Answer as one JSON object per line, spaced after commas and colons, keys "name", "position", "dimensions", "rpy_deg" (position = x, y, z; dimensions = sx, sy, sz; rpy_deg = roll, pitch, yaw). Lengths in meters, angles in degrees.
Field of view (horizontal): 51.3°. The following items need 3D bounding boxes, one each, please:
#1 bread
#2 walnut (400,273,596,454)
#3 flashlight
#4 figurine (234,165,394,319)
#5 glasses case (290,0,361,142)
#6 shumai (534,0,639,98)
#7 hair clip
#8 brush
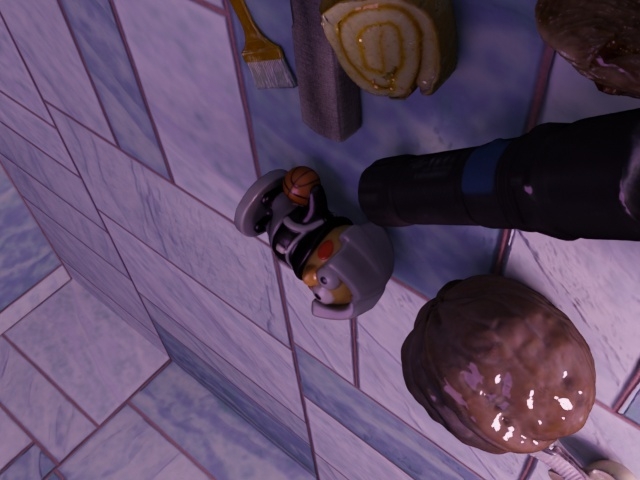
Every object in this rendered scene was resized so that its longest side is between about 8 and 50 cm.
{"name": "bread", "position": [0.067, -0.196, 0.629], "dimensions": [0.118, 0.064, 0.156], "rpy_deg": [14, 158, 22]}
{"name": "walnut", "position": [0.211, 0.150, 0.795], "dimensions": [0.224, 0.224, 0.224], "rpy_deg": [34, 151, 22]}
{"name": "flashlight", "position": [0.156, -0.049, 0.628], "dimensions": [0.103, 0.103, 0.424], "rpy_deg": [54, 162, -15]}
{"name": "figurine", "position": [0.000, 0.000, 0.958], "dimensions": [0.236, 0.133, 0.176], "rpy_deg": [41, 141, 20]}
{"name": "glasses case", "position": [0.004, -0.208, 0.750], "dimensions": [0.071, 0.047, 0.205], "rpy_deg": [32, 151, 27]}
{"name": "shumai", "position": [0.228, -0.132, 0.465], "dimensions": [0.139, 0.123, 0.105], "rpy_deg": [8, 148, 32]}
{"name": "hair clip", "position": [0.376, 0.347, 0.966], "dimensions": [0.218, 0.071, 0.159], "rpy_deg": [43, 157, 18]}
{"name": "brush", "position": [-0.097, -0.282, 0.834], "dimensions": [0.083, 0.011, 0.205], "rpy_deg": [12, 137, 49]}
